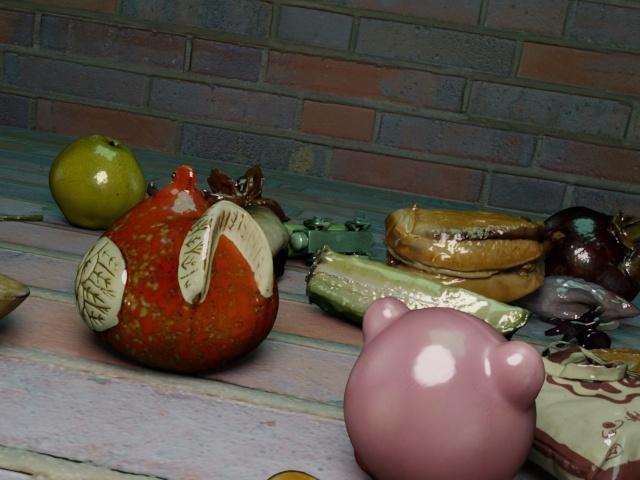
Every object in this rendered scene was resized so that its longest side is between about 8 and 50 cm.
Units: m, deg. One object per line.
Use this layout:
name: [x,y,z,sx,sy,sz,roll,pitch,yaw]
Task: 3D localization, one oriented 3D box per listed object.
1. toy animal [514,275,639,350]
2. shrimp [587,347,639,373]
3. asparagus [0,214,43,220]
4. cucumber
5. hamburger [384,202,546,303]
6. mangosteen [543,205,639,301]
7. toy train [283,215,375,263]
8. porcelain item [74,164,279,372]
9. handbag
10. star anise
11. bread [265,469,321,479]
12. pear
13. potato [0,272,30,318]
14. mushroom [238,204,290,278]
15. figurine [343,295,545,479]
toy animal: [0.427,0.110,1.138,0.195,0.090,0.324,-4,14,-17]
shrimp: [0.387,0.192,0.814,0.154,0.062,0.294,1,5,25]
asparagus: [-0.623,-0.046,1.270,0.114,0.014,0.015,0,-19,-42]
cucumber: [0.143,0.105,0.936,0.326,0.105,0.145,14,-14,24]
hamburger: [0.263,0.021,1.156,0.284,0.174,0.304,-5,14,7]
mangosteen: [0.565,0.018,1.246,0.231,0.289,0.231,29,39,-26]
toy train: [0.000,0.000,1.344,0.157,0.105,0.253,1,3,40]
porcelain item: [-0.165,0.026,0.752,0.253,0.252,0.253,9,12,-2]
handbag: [0.273,0.174,0.624,0.213,0.127,0.235,-1,15,-25]
star anise: [-0.223,-0.089,1.443,0.347,0.148,0.237,7,55,-16]
bread: [-0.050,0.209,0.393,0.073,0.053,0.214,18,11,19]
pear: [-0.465,-0.118,1.305,0.198,0.198,0.198,9,12,-2]
potato: [-0.447,0.062,0.629,0.239,0.115,0.299,12,-5,19]
mushroom: [-0.182,-0.004,1.127,0.248,0.129,0.344,20,15,27]
figurine: [0.103,0.141,0.550,0.173,0.173,0.173,9,12,-2]
